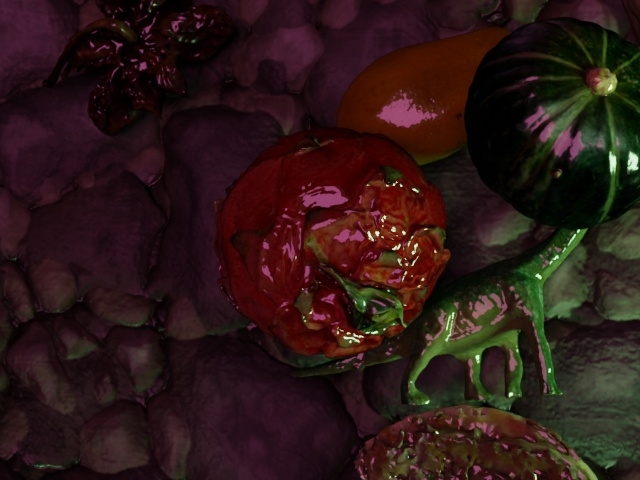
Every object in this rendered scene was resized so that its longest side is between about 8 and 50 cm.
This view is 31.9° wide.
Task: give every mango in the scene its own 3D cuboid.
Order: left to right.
[{"bbox_3d":[0.125,-0.159,1.244,0.228,0.099,0.136,-27,71,5],"label":"mango"}]

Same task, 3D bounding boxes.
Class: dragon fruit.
[{"bbox_3d":[0.000,0.000,1.177,0.299,0.244,0.244,0,84,51],"label":"dragon fruit"}]

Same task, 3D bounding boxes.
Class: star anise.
[{"bbox_3d":[-0.217,-0.229,1.342,0.190,0.126,0.220,37,93,13],"label":"star anise"}]

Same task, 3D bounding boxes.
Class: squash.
[{"bbox_3d":[0.248,-0.117,1.126,0.218,0.218,0.172,51,142,15],"label":"squash"}]

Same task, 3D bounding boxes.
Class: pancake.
[{"bbox_3d":[0.158,0.357,1.186,0.382,0.071,0.382,-1,88,25],"label":"pancake"}]

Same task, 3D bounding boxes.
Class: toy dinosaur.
[{"bbox_3d":[0.174,0.025,1.217,0.447,0.087,0.300,-4,82,13],"label":"toy dinosaur"}]

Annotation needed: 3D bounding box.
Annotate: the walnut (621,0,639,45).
[{"bbox_3d":[0.414,-0.268,1.091,0.248,0.248,0.248,-2,85,17],"label":"walnut"}]
